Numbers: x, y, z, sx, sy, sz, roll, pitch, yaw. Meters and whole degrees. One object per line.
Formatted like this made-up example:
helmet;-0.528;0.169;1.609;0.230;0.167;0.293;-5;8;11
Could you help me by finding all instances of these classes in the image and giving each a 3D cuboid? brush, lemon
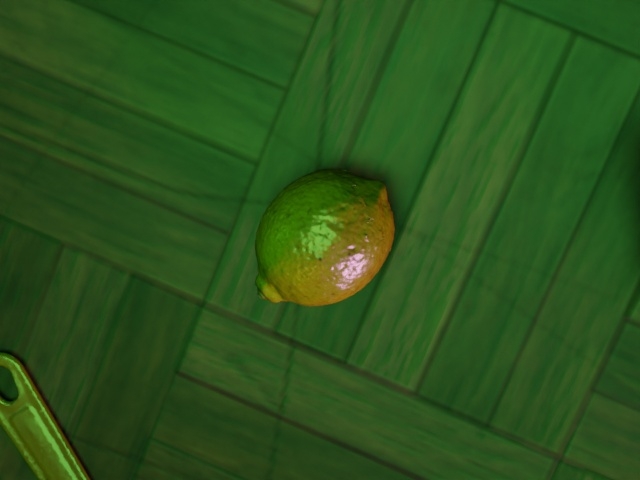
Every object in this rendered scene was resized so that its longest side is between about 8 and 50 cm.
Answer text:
brush;-0.127;0.149;0.624;0.083;0.011;0.205;-31;93;11
lemon;0.000;0.000;0.560;0.083;0.062;0.062;-44;91;9
